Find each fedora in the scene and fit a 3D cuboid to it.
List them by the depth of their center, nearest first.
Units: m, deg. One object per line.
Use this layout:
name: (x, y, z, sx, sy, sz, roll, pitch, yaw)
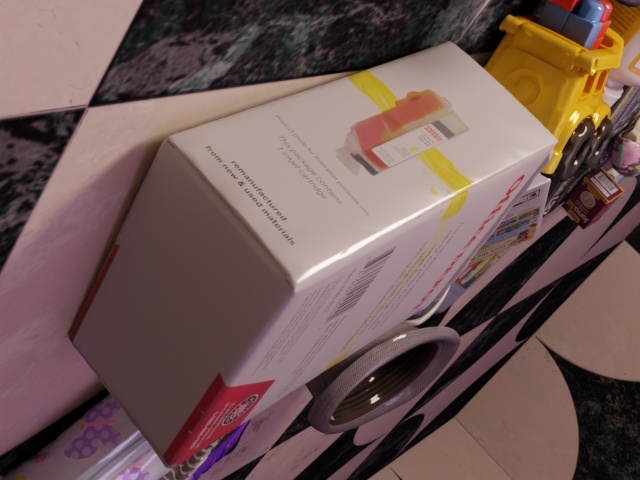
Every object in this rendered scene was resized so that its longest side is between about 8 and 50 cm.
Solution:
fedora: (0.070, 0.180, 1.659, 0.276, 0.124, 0.243, -17, 148, -40)

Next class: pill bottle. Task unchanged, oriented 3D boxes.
pill bottle: (0.380, -0.261, 1.298, 0.118, 0.117, 0.208, -18, 150, -55)

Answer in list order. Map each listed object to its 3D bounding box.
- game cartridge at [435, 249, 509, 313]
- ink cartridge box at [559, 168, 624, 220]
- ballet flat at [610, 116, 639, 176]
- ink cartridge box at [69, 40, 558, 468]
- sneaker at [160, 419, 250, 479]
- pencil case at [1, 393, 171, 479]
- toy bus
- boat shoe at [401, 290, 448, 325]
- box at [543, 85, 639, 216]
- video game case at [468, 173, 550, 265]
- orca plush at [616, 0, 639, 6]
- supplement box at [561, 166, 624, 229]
game cartridge: (0.272, 0.012, 1.848, 0.294, 0.060, 0.196, -45, 167, 6)
ink cartridge box: (0.526, -0.109, 2.115, 0.180, 0.060, 0.104, -35, 162, -27)
ballet flat: (0.507, -0.172, 1.581, 0.222, 0.077, 0.079, -33, 141, -27)
ink cartridge box: (0.000, 0.000, 0.986, 0.385, 0.160, 0.279, -26, 158, -44)
sneaker: (-0.174, 0.269, 1.357, 0.293, 0.102, 0.146, -46, 164, 9)
pencil case: (-0.198, 0.206, 1.123, 0.273, 0.113, 0.124, -40, 172, -12)
toy bus: (0.265, -0.193, 1.201, 0.220, 0.149, 0.211, -20, 136, -58)
boat shoe: (0.135, -0.022, 1.245, 0.254, 0.095, 0.079, -62, 175, -27)
box: (0.452, -0.220, 1.609, 0.318, 0.097, 0.395, -35, 162, -31)
video game case: (0.217, -0.011, 1.562, 0.227, 0.026, 0.206, -23, 157, -4)
orca plush: (0.234, -0.283, 0.942, 0.287, 0.102, 0.151, -11, 111, -26)
supplement box: (0.421, -0.065, 1.676, 0.043, 0.055, 0.083, -30, 161, -31)
